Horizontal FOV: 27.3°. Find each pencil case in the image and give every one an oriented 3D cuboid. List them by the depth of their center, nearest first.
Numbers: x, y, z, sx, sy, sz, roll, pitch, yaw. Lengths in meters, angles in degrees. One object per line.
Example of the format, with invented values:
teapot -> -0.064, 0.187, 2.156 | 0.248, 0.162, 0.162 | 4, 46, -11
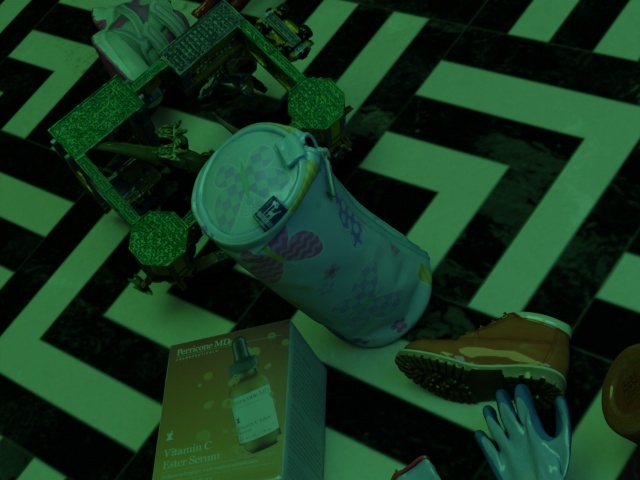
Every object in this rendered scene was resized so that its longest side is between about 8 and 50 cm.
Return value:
pencil case -> 0.000, 0.000, 1.194 | 0.124, 0.273, 0.113 | -46, 51, 1

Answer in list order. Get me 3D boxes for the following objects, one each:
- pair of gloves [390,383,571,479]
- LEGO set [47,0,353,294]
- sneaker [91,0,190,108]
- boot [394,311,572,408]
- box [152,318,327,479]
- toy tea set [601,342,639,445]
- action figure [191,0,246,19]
pair of gloves -> 0.134, 0.208, 1.079 | 0.198, 0.023, 0.159 | -42, 37, 16
LEGO set -> -0.127, -0.093, 1.455 | 0.255, 0.192, 0.331 | 38, 77, 14
sneaker -> -0.215, -0.246, 1.635 | 0.111, 0.103, 0.252 | -24, 35, 2
boot -> 0.148, 0.100, 1.183 | 0.158, 0.059, 0.084 | 5, 51, 22
box -> -0.071, 0.175, 1.209 | 0.130, 0.091, 0.170 | -14, 47, 18
toy tea set -> 0.297, 0.210, 0.967 | 0.200, 0.124, 0.336 | -21, 54, 61
action figure -> -0.031, -0.369, 1.678 | 0.091, 0.139, 0.280 | 39, 99, 41
